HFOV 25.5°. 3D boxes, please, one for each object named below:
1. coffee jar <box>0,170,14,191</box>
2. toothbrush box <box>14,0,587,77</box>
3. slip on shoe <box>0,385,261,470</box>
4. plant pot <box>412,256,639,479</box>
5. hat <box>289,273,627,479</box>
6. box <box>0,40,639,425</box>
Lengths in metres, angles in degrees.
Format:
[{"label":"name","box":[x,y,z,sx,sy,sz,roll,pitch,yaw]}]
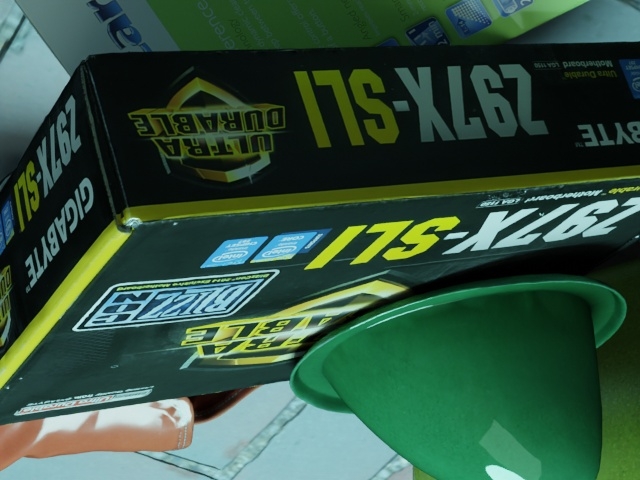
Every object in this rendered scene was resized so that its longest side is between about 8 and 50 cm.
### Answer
[{"label":"coffee jar","box":[-0.195,0.041,0.947,0.096,0.079,0.184,33,132,1]},{"label":"toothbrush box","box":[-0.004,-0.174,0.658,0.283,0.122,0.206,-26,112,23]},{"label":"slip on shoe","box":[-0.120,0.087,0.882,0.331,0.101,0.123,-21,154,-23]},{"label":"plant pot","box":[0.258,0.148,0.913,0.353,0.366,0.366,-6,138,23]},{"label":"hat","box":[0.102,0.132,0.714,0.208,0.183,0.173,-11,156,-3]},{"label":"box","box":[0.000,0.000,0.687,0.322,0.079,0.257,-6,157,-32]}]
